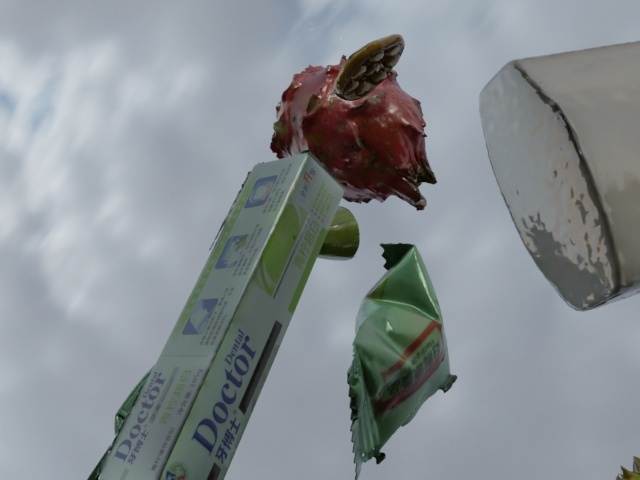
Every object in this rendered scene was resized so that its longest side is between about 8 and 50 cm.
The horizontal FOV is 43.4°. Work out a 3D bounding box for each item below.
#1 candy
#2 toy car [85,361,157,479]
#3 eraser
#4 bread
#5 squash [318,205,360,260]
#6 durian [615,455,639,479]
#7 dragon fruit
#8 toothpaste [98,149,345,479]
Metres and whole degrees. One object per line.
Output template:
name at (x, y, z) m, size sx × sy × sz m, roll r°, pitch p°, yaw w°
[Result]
candy at (0.119, 0.206, 1.432) m, size 0.172 × 0.398 × 0.262 m, roll 0°, pitch -59°, yaw 29°
toy car at (-0.206, 0.239, 1.100) m, size 0.097 × 0.141 × 0.320 m, roll 31°, pitch -102°, yaw 22°
eraser at (0.265, -0.065, 0.586) m, size 0.174 × 0.270 × 0.095 m, roll 70°, pitch -23°, yaw 14°
bread at (0.062, -0.217, 1.008) m, size 0.024 × 0.110 × 0.110 m, roll 48°, pitch -63°, yaw 12°
squash at (-0.008, -0.003, 1.442) m, size 0.105 × 0.132 × 0.105 m, roll 13°, pitch -72°, yaw 45°
durian at (0.391, 0.338, 0.841) m, size 0.172 × 0.306 × 0.166 m, roll 9°, pitch -34°, yaw -36°
dragon fruit at (0.058, -0.148, 1.159) m, size 0.268 × 0.205 × 0.210 m, roll 41°, pitch -68°, yaw 19°
toothpaste at (-0.079, 0.072, 0.718) m, size 0.081 × 0.336 × 0.067 m, roll -9°, pitch -41°, yaw 45°
